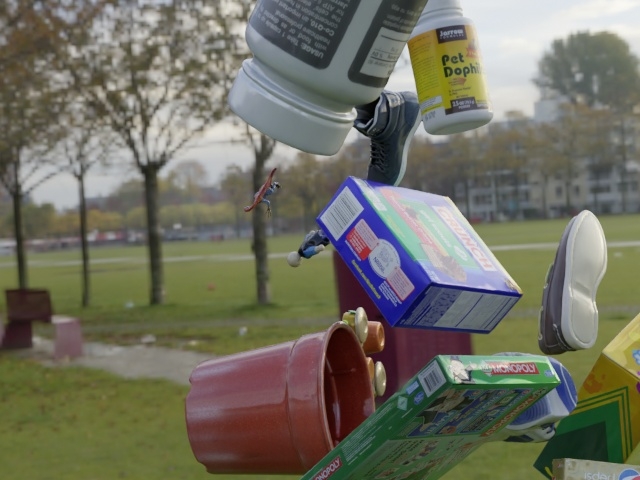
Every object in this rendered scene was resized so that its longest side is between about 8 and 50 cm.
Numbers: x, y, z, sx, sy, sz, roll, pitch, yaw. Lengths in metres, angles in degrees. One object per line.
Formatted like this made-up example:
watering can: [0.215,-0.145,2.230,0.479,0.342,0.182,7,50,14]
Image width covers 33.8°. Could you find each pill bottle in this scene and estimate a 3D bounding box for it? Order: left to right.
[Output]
pill bottle: [0.025,-0.307,1.381,0.204,0.361,0.204,24,20,-9]
pill bottle: [0.209,-0.289,1.734,0.117,0.215,0.117,-11,-5,-1]

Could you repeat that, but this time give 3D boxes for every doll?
doll: [0.000,0.000,2.467,0.189,0.046,0.129,-34,20,6]

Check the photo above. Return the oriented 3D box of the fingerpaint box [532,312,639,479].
fingerpaint box: [0.683,0.305,2.248,0.163,0.371,0.445,37,43,22]

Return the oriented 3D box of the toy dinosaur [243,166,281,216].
toy dinosaur: [-0.119,-0.091,2.055,0.047,0.090,0.082,15,36,36]

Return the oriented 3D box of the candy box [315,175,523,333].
candy box: [0.185,0.031,1.910,0.317,0.268,0.122,10,-53,-51]

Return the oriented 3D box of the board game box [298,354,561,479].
board game box: [0.139,0.257,1.397,0.213,0.046,0.317,5,-41,-41]

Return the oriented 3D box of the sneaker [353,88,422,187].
sneaker: [0.102,-0.185,2.010,0.086,0.226,0.163,32,23,35]

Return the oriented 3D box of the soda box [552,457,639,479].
soda box: [0.499,0.419,1.837,0.181,0.061,0.058,8,-15,-8]

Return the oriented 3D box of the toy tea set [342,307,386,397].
toy tea set: [0.065,0.270,2.579,0.124,0.200,0.336,-5,-19,18]

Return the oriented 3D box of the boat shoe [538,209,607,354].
boat shoe: [0.496,0.082,2.093,0.117,0.324,0.097,34,-38,-25]

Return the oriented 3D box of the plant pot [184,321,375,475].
plant pot: [-0.072,0.289,1.805,0.265,0.272,0.272,-9,-1,19]

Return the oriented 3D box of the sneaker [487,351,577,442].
sneaker: [0.330,0.261,1.722,0.182,0.127,0.315,1,-21,-28]
